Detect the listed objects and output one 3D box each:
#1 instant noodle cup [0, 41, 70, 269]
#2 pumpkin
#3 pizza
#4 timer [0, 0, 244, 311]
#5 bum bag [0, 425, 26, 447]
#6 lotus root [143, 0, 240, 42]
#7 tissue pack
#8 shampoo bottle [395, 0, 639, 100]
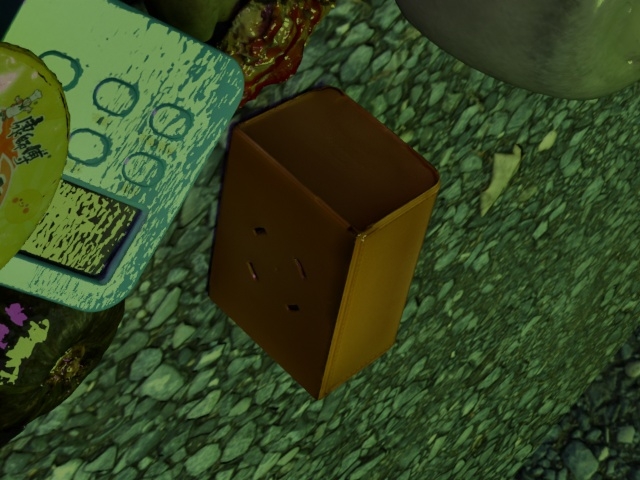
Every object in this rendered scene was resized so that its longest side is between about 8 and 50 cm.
[{"bbox_3d":[-0.330,-0.083,1.080,0.264,0.200,0.264,-34,151,-22],"label":"instant noodle cup"},{"bbox_3d":[-0.278,0.072,1.429,0.223,0.157,0.223,-52,171,-12],"label":"pumpkin"},{"bbox_3d":[-0.050,-0.178,1.451,0.188,0.062,0.199,-48,176,-1],"label":"pizza"},{"bbox_3d":[-0.202,-0.072,1.270,0.232,0.091,0.250,21,93,-43],"label":"timer"},{"bbox_3d":[-0.377,0.221,1.475,0.137,0.074,0.310,-22,-164,37],"label":"bum bag"},{"bbox_3d":[-0.113,-0.235,1.324,0.090,0.077,0.183,-48,160,-15],"label":"lotus root"},{"bbox_3d":[0.000,0.000,1.701,0.145,0.194,0.274,-33,152,-34],"label":"tissue pack"},{"bbox_3d":[0.215,-0.298,1.449,0.322,0.317,0.322,-34,153,-20],"label":"shampoo bottle"}]
